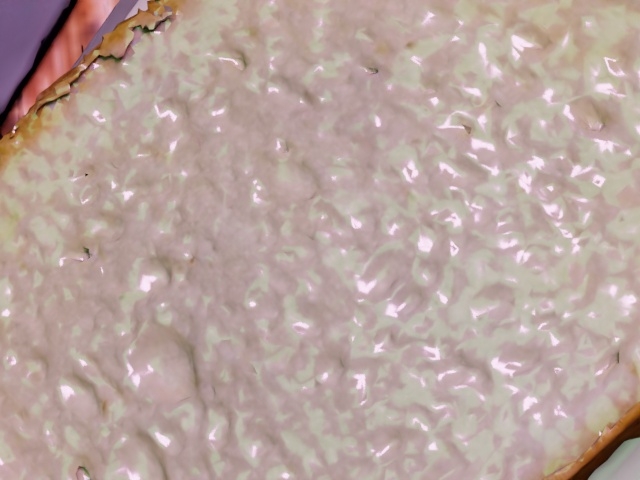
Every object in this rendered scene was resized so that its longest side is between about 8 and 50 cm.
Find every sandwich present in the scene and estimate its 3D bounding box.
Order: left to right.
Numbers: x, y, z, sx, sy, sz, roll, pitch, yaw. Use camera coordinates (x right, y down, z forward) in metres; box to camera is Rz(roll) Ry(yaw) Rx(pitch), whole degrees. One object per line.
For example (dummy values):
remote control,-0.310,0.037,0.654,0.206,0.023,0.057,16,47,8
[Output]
sandwich,0.000,0.000,0.443,0.186,0.065,0.214,45,99,14

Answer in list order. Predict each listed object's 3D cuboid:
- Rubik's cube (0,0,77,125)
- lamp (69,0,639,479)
Rubik's cube,-0.217,-0.140,0.450,0.283,0.293,0.288,34,95,13
lamp,0.048,0.019,0.486,0.269,0.047,0.266,38,97,15
